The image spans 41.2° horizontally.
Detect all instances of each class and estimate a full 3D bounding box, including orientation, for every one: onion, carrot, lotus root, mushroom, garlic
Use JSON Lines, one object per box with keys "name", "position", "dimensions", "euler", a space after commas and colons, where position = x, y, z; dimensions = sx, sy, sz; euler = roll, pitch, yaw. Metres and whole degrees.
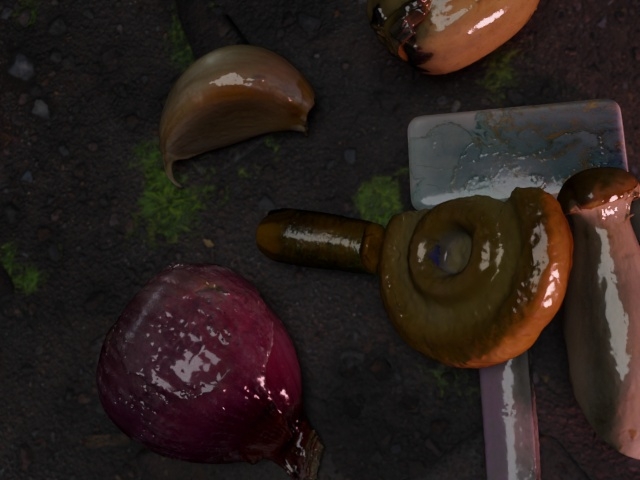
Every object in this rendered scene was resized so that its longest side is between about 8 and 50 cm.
{"name": "onion", "position": [-0.142, 0.185, 1.111], "dimensions": [0.349, 0.159, 0.267], "euler": [33, 89, 17]}
{"name": "carrot", "position": [0.000, 0.000, 1.161], "dimensions": [0.173, 0.082, 0.082], "euler": [6, 79, 16]}
{"name": "lotus root", "position": [0.211, -0.350, 1.149], "dimensions": [0.310, 0.183, 0.182], "euler": [-33, 74, 1]}
{"name": "mushroom", "position": [0.353, 0.086, 1.029], "dimensions": [0.128, 0.128, 0.350], "euler": [-7, 91, 10]}
{"name": "garlic", "position": [-0.132, -0.190, 1.217], "dimensions": [0.245, 0.145, 0.164], "euler": [-21, 106, 9]}

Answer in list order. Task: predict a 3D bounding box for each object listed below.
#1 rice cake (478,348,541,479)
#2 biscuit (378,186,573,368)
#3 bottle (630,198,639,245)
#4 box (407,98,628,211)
{"name": "rice cake", "position": [0.236, 0.227, 1.071], "dimensions": [0.070, 0.064, 0.399], "euler": [-6, 77, 17]}
{"name": "biscuit", "position": [0.180, 0.049, 1.045], "dimensions": [0.274, 0.091, 0.213], "euler": [-17, 70, 42]}
{"name": "bottle", "position": [0.485, 0.029, 1.057], "dimensions": [0.254, 0.079, 0.096], "euler": [39, 111, 15]}
{"name": "box", "position": [0.263, -0.112, 1.152], "dimensions": [0.285, 0.044, 0.142], "euler": [-4, 73, 10]}
